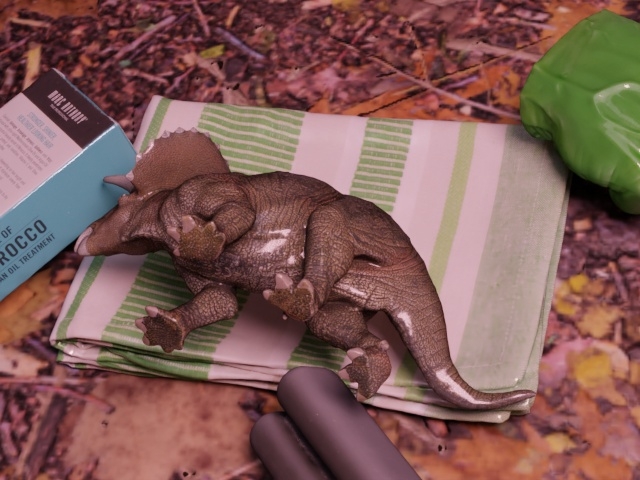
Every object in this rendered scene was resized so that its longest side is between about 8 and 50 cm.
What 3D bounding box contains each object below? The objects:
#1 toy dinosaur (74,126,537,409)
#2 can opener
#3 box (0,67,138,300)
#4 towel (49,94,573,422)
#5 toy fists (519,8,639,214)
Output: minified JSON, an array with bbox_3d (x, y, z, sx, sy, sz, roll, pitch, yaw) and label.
[{"bbox_3d":[-0.012,0.007,0.773,0.314,0.121,0.160,13,34,8],"label":"toy dinosaur"},{"bbox_3d":[0.068,0.184,0.719,0.095,0.076,0.283,7,31,-43],"label":"can opener"},{"bbox_3d":[-0.246,-0.008,0.894,0.244,0.060,0.100,-41,49,-11],"label":"box"},{"bbox_3d":[0.000,0.000,0.881,0.325,0.038,0.247,5,53,15],"label":"towel"},{"bbox_3d":[0.272,-0.119,0.879,0.279,0.096,0.142,-37,49,-26],"label":"toy fists"}]
